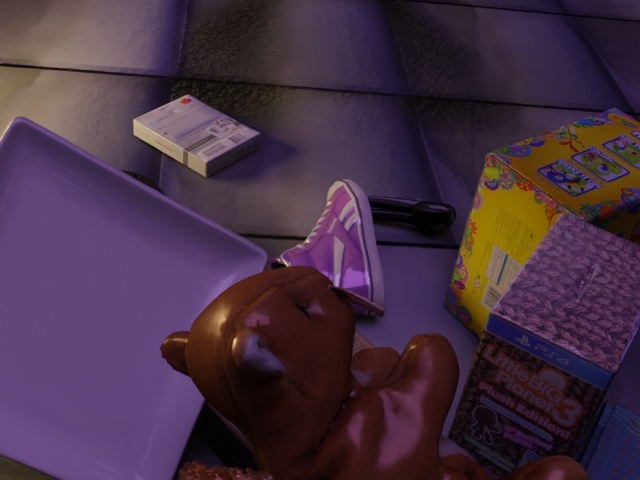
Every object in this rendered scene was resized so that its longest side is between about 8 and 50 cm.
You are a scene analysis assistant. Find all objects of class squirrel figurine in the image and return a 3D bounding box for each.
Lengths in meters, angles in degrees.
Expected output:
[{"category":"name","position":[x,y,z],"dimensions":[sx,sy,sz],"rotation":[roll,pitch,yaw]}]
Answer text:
[{"category":"squirrel figurine","position":[-0.014,0.232,0.838],"dimensions":[0.397,0.370,0.281],"rotation":[-49,23,-21]}]

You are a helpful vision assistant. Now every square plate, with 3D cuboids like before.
[{"category":"square plate","position":[-0.273,0.089,0.996],"dimensions":[0.344,0.049,0.347],"rotation":[30,70,-20]}]

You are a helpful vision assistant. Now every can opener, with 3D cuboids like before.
[{"category":"can opener","position":[0.139,-0.052,1.478],"dimensions":[0.186,0.073,0.059],"rotation":[8,46,14]}]

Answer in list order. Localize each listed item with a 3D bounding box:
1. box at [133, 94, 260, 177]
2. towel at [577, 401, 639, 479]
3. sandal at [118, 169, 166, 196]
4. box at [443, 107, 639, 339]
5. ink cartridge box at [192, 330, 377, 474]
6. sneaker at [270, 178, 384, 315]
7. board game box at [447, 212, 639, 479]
[{"category":"box","position":[-0.227,-0.196,1.596],"dimensions":[0.186,0.038,0.145],"rotation":[31,43,23]},{"category":"towel","position":[0.478,0.363,1.046],"dimensions":[0.370,0.040,0.271],"rotation":[25,42,19]},{"category":"sandal","position":[-0.365,-0.048,1.359],"dimensions":[0.303,0.086,0.120],"rotation":[6,42,20]},{"category":"box","position":[0.365,-0.003,1.274],"dimensions":[0.279,0.290,0.177],"rotation":[-22,48,-31]},{"category":"ink cartridge box","position":[-0.036,0.194,1.111],"dimensions":[0.234,0.088,0.193],"rotation":[-25,51,-35]},{"category":"sneaker","position":[0.000,-0.001,1.354],"dimensions":[0.161,0.102,0.282],"rotation":[-1,40,-7]},{"category":"board game box","position":[0.278,0.158,1.057],"dimensions":[0.141,0.291,0.232],"rotation":[27,41,20]}]
